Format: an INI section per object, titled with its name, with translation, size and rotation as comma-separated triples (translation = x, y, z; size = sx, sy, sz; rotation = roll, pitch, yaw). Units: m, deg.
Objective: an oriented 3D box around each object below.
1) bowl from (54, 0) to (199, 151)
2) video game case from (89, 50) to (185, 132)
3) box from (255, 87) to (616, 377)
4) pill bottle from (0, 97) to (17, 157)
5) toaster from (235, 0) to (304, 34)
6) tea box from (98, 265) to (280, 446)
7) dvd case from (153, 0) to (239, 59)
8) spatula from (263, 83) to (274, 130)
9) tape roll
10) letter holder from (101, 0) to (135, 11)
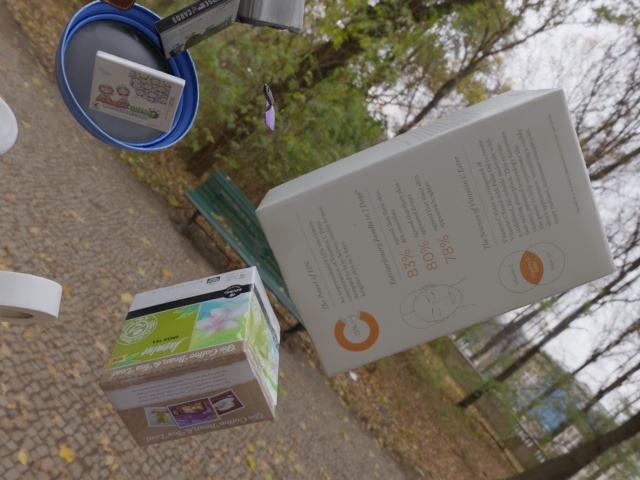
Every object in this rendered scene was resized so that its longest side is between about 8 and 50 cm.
[bowl]
translation = -0.500, -0.422, 1.480
size = 0.077, 0.391, 0.391
rotation = -7, -43, 41
[video game case]
translation = -0.349, -0.275, 1.066
size = 0.157, 0.143, 0.019
rotation = 15, 56, -19
[box]
translation = 0.126, -0.017, 0.682
size = 0.168, 0.345, 0.215
rotation = -87, 156, -76
[pill bottle]
translation = -0.710, -0.173, 1.077
size = 0.153, 0.264, 0.153
rotation = 32, 44, -37
[toaster]
translation = -0.138, -0.623, 1.450
size = 0.226, 0.147, 0.129
rotation = -8, 27, -42
[tea box]
translation = -0.284, 0.265, 1.336
size = 0.324, 0.328, 0.220
rotation = -95, 170, -58
[dvd case]
translation = -0.252, -0.448, 1.167
size = 0.030, 0.179, 0.238
rotation = 60, -8, -11
[spatula]
translation = -0.158, -0.418, 1.737
size = 0.296, 0.030, 0.084
rotation = 122, -30, -83
[tape roll]
translation = -0.921, 0.171, 1.669
size = 0.286, 0.285, 0.100
rotation = 42, 45, -63
[letter holder]
translation = -0.428, -0.632, 1.090
size = 0.214, 0.302, 0.152
rotation = 13, 16, -43
